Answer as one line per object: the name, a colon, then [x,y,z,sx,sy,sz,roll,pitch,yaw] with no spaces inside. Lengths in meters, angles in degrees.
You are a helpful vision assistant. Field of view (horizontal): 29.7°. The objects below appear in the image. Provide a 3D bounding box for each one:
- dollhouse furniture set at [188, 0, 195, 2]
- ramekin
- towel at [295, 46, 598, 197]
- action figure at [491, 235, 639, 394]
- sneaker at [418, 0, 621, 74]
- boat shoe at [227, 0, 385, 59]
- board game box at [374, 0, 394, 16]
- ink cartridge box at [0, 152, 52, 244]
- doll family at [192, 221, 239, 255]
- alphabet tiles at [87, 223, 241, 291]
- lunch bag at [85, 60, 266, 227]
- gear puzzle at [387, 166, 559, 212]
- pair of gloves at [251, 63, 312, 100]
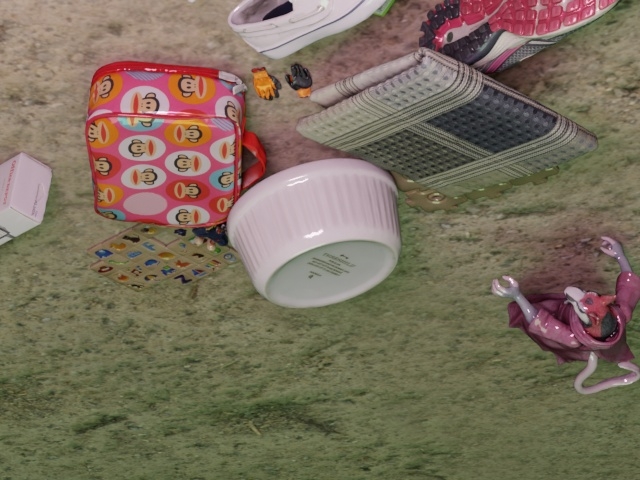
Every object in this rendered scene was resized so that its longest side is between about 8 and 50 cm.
dollhouse furniture set: [-0.145,-0.344,1.444,0.091,0.081,0.114,26,140,-37]
ramekin: [0.000,0.000,1.847,0.273,0.127,0.273,-12,152,-7]
towel: [0.166,-0.158,1.665,0.312,0.056,0.324,20,159,-29]
action figure: [0.443,0.155,2.086,0.248,0.275,0.370,-19,176,-1]
sneaker: [0.263,-0.290,1.520,0.112,0.120,0.299,5,166,-41]
boat shoe: [-0.008,-0.297,1.454,0.084,0.095,0.258,25,141,-38]
board game box: [0.076,-0.374,1.444,0.124,0.039,0.259,13,149,-19]
ink cartridge box: [-0.498,-0.057,1.887,0.150,0.109,0.063,-24,138,33]
doll family: [-0.150,-0.029,1.973,0.193,0.076,0.111,12,159,-23]
alphabet tiles: [-0.286,0.031,2.135,0.237,0.009,0.198,-24,142,34]
lunch bag: [-0.207,-0.131,1.761,0.258,0.120,0.293,3,148,-7]
gear puzzle: [0.192,-0.108,1.888,0.339,0.044,0.175,-17,147,30]
pair of gloves: [-0.054,-0.223,1.715,0.083,0.010,0.074,-6,148,8]
